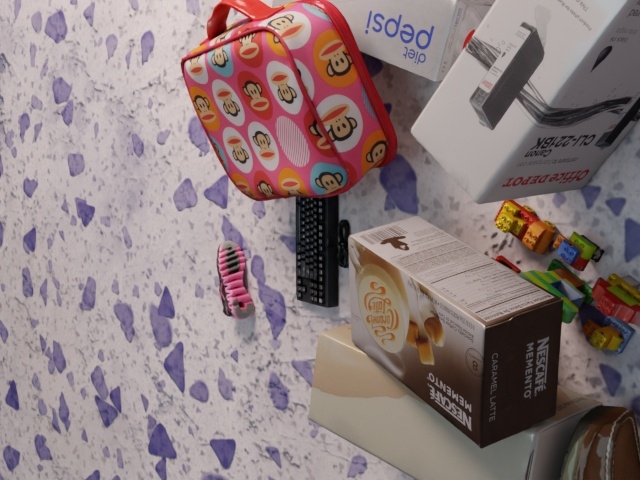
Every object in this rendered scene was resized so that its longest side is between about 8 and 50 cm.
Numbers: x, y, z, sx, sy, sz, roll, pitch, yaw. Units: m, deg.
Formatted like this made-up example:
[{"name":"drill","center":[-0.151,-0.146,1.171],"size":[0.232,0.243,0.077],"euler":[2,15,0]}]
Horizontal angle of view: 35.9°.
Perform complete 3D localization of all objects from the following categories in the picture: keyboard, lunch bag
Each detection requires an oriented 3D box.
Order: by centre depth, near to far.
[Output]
[{"name":"lunch bag","center":[-0.057,-0.182,1.219],"size":[0.293,0.120,0.258],"euler":[3,124,57]},{"name":"keyboard","center":[0.000,0.000,1.339],"size":[0.108,0.023,0.180],"euler":[9,104,44]}]

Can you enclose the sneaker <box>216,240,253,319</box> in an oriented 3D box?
[{"name":"sneaker","center":[-0.138,0.061,1.477],"size":[0.057,0.047,0.119],"euler":[-12,86,57]}]

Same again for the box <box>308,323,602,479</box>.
[{"name":"box","center":[0.147,0.198,1.138],"size":[0.311,0.148,0.121],"euler":[20,110,40]}]

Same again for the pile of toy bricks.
[{"name":"pile of toy bricks","center":[0.239,0.050,1.046],"size":[0.212,0.105,0.118],"euler":[41,124,33]}]

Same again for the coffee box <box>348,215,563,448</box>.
[{"name":"coffee box","center":[0.133,0.087,1.040],"size":[0.246,0.098,0.141],"euler":[36,136,53]}]

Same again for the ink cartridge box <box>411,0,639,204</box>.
[{"name":"ink cartridge box","center":[0.242,-0.172,0.942],"size":[0.114,0.197,0.273],"euler":[53,129,26]}]

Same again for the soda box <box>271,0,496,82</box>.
[{"name":"soda box","center":[0.071,-0.275,1.173],"size":[0.286,0.091,0.098],"euler":[31,117,38]}]

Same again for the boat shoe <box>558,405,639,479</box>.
[{"name":"boat shoe","center":[0.322,0.328,1.012],"size":[0.120,0.123,0.324],"euler":[5,108,39]}]
